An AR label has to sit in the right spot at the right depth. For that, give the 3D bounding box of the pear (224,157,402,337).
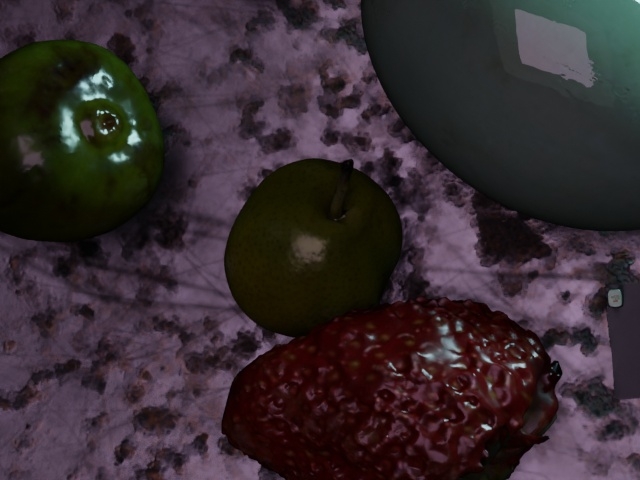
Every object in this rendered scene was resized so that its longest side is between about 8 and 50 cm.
[{"bbox_3d":[0.000,0.000,1.588,0.166,0.216,0.180,41,60,6],"label":"pear"}]

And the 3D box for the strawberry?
[{"bbox_3d":[0.072,0.158,1.547,0.257,0.261,0.261,39,92,19],"label":"strawberry"}]

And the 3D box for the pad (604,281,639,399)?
[{"bbox_3d":[0.379,0.092,1.635,0.193,0.004,0.116,-4,86,7],"label":"pad"}]

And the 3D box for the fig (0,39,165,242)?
[{"bbox_3d":[-0.273,-0.089,1.661,0.225,0.203,0.203,-23,81,45],"label":"fig"}]

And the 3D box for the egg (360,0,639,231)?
[{"bbox_3d":[0.212,-0.167,1.538,0.389,0.276,0.276,35,91,6],"label":"egg"}]
